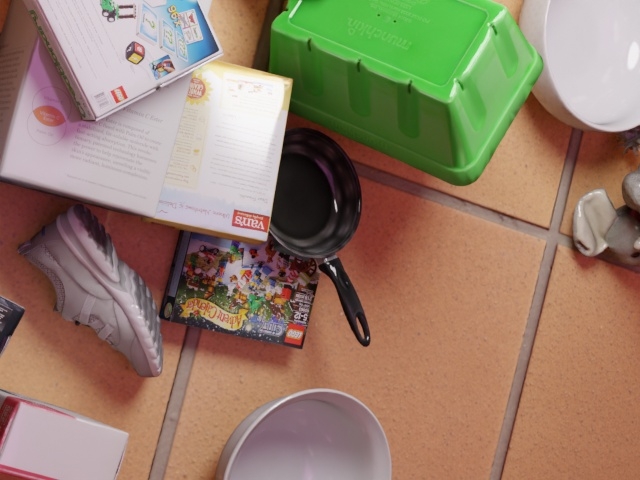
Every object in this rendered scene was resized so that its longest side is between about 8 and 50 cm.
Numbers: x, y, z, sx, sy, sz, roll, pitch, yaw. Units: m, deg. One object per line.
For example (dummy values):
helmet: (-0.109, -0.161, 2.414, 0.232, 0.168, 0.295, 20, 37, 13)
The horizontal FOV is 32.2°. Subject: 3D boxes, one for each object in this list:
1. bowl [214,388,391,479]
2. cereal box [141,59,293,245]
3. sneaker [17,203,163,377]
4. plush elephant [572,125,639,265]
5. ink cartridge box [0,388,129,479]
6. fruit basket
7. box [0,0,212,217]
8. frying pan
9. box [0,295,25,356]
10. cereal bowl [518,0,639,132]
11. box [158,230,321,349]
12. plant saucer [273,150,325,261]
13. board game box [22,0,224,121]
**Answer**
bowl: (-0.048, 0.360, 1.683, 0.298, 0.134, 0.297, -3, 95, -32)
cereal box: (-0.141, -0.126, 1.532, 0.173, 0.047, 0.240, 13, 79, -16)
sneaker: (-0.308, 0.081, 1.534, 0.115, 0.105, 0.281, -24, 115, 7)
plush elephant: (0.613, -0.041, 2.009, 0.272, 0.330, 0.255, -2, 119, -31)
ink cartridge box: (-0.366, 0.252, 1.421, 0.159, 0.218, 0.092, 25, 76, -32)
fruit basket: (0.133, -0.248, 1.664, 0.392, 0.392, 0.283, 40, 74, -29)
box: (-0.298, -0.224, 1.448, 0.215, 0.168, 0.345, 17, 86, -32)
frying pan: (0.015, -0.020, 1.673, 0.326, 0.053, 0.197, 53, 55, -17)
box: (-0.436, 0.096, 1.119, 0.220, 0.051, 0.175, 33, 76, -32)
cereal bowl: (0.468, -0.355, 1.938, 0.339, 0.141, 0.338, -4, 97, -33)
box: (-0.114, 0.064, 1.665, 0.233, 0.044, 0.159, 15, 85, -33)
plant saucer: (-0.027, -0.068, 1.695, 0.067, 0.018, 0.192, 19, 68, -32)
board game box: (-0.263, -0.320, 1.329, 0.193, 0.053, 0.305, -32, 109, -24)
